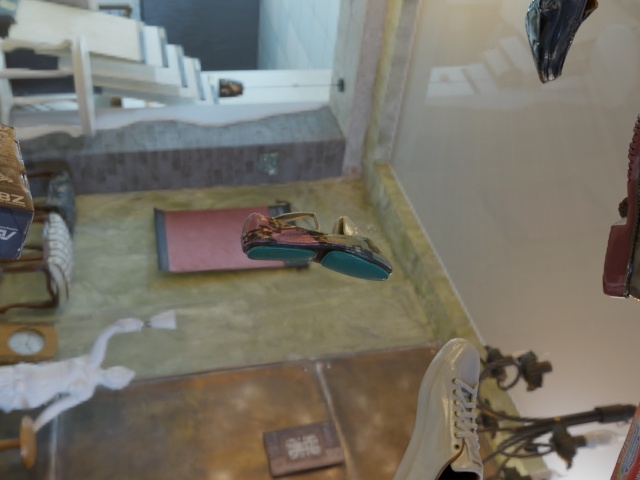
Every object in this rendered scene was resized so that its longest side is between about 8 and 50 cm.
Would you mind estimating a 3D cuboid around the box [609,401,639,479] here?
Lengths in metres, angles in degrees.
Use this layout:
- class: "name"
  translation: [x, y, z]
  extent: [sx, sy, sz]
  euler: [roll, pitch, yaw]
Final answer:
- class: "box"
  translation: [0.587, 0.370, 1.120]
  extent: [0.300, 0.154, 0.142]
  euler: [-71, 163, 6]

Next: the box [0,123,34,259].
- class: "box"
  translation: [-0.636, -0.122, 0.973]
  extent: [0.318, 0.395, 0.097]
  euler: [47, -64, 48]

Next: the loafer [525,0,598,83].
- class: "loafer"
  translation: [0.225, -0.208, 0.627]
  extent: [0.170, 0.061, 0.062]
  euler: [60, 20, -63]

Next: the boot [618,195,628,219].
- class: "boot"
  translation: [0.548, -0.072, 1.040]
  extent: [0.158, 0.084, 0.059]
  euler: [-22, -100, 50]

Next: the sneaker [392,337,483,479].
- class: "sneaker"
  translation: [0.204, 0.286, 1.002]
  extent: [0.123, 0.106, 0.290]
  euler: [-3, -120, 50]

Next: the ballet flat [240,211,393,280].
- class: "ballet flat"
  translation: [0.000, 0.000, 0.941]
  extent: [0.077, 0.221, 0.079]
  euler: [129, -32, -60]

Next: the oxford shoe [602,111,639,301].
- class: "oxford shoe"
  translation: [0.455, -0.078, 0.853]
  extent: [0.130, 0.123, 0.348]
  euler: [17, -62, 32]
